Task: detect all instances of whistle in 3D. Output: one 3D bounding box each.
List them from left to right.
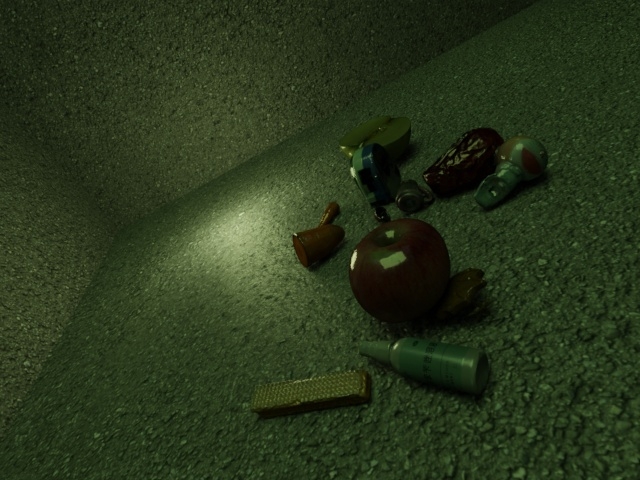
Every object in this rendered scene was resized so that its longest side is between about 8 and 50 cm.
[{"bbox_3d":[0.718,-0.259,1.527,0.348,0.189,0.189,-47,33,-7],"label":"whistle"}]

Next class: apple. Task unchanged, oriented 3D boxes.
[{"bbox_3d":[0.314,-0.554,2.210,0.360,0.320,0.311,-41,-7,-29],"label":"apple"},{"bbox_3d":[0.252,0.100,1.281,0.345,0.269,0.344,-22,22,9],"label":"apple"}]

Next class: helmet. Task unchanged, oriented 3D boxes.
[{"bbox_3d":[0.266,-0.105,1.799,0.065,0.049,0.083,-4,52,-21],"label":"helmet"}]

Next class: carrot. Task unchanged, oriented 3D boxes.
[{"bbox_3d":[0.000,0.000,1.793,0.225,0.159,0.159,-27,28,-15],"label":"carrot"},{"bbox_3d":[0.025,-0.102,2.000,0.061,0.061,0.256,-1,43,41],"label":"carrot"}]

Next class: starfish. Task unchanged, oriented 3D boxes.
[{"bbox_3d":[0.455,0.190,1.157,0.086,0.092,0.016,-52,19,0],"label":"starfish"}]

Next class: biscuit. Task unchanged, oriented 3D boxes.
[{"bbox_3d":[-0.033,0.456,1.211,0.379,0.054,0.094,-18,33,20],"label":"biscuit"},{"bbox_3d":[0.405,0.149,1.206,0.182,0.034,0.215,-52,4,-32],"label":"biscuit"}]

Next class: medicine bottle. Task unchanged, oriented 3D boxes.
[{"bbox_3d":[0.260,0.320,1.105,0.352,0.110,0.110,0,42,41],"label":"medicine bottle"}]

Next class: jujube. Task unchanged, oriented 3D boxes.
[{"bbox_3d":[0.596,-0.320,1.704,0.342,0.216,0.216,-30,29,13],"label":"jujube"}]

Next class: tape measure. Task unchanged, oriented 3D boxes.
[{"bbox_3d":[0.255,-0.323,1.948,0.138,0.262,0.259,-24,28,31],"label":"tape measure"}]

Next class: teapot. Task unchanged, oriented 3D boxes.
[{"bbox_3d":[0.398,-0.205,1.761,0.148,0.116,0.146,-15,37,21],"label":"teapot"}]
